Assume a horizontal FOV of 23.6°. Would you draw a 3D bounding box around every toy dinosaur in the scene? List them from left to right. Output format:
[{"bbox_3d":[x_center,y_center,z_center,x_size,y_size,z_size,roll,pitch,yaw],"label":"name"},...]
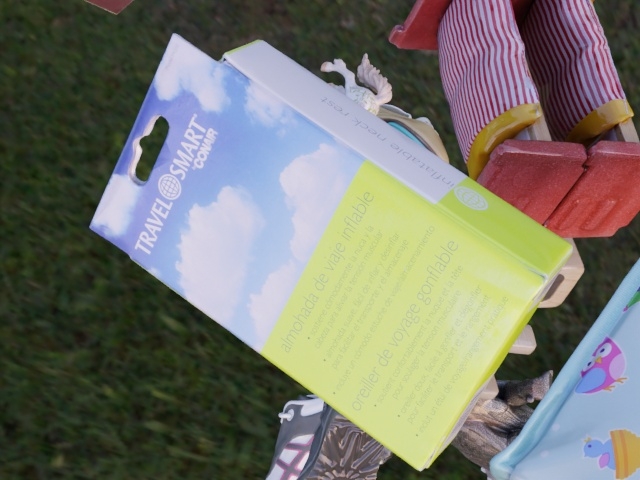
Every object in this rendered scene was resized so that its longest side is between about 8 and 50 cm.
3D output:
[{"bbox_3d":[0.187,0.189,1.529,0.160,0.313,0.121,-12,65,33],"label":"toy dinosaur"}]

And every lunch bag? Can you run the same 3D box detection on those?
[{"bbox_3d":[0.265,0.113,0.916,0.223,0.160,0.262,29,67,29],"label":"lunch bag"}]

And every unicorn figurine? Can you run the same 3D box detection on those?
[{"bbox_3d":[0.011,-0.112,1.567,0.111,0.060,0.162,45,105,32],"label":"unicorn figurine"}]

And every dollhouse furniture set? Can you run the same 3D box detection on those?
[{"bbox_3d":[0.122,-0.041,1.267,0.152,0.374,0.201,0,56,-21],"label":"dollhouse furniture set"}]

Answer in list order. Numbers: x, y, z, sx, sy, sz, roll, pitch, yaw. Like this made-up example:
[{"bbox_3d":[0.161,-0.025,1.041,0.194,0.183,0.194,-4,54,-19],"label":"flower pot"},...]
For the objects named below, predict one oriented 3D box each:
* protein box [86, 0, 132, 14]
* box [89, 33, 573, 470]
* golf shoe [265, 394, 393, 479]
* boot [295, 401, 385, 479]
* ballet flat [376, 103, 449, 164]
[{"bbox_3d":[-0.219,-0.331,1.282,0.136,0.201,0.200,-35,61,24],"label":"protein box"},{"bbox_3d":[0.000,0.000,0.631,0.178,0.042,0.109,35,121,12],"label":"box"},{"bbox_3d":[-0.011,0.236,1.684,0.273,0.105,0.120,-41,82,16],"label":"golf shoe"},{"bbox_3d":[0.026,0.137,1.334,0.208,0.076,0.190,-87,20,-55],"label":"boot"},{"bbox_3d":[0.104,-0.142,1.990,0.073,0.080,0.232,-31,38,-26],"label":"ballet flat"}]
